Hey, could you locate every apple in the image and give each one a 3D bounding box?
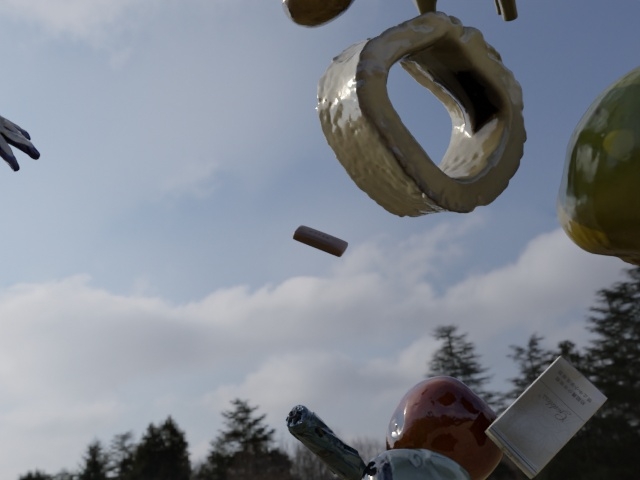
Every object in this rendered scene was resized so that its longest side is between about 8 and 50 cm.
[{"bbox_3d":[0.238,0.384,1.361,0.230,0.230,0.230,-5,-23,-2],"label":"apple"}]

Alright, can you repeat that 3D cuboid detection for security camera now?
[{"bbox_3d":[0.148,0.409,0.993,0.191,0.277,0.197,4,-67,-5],"label":"security camera"}]

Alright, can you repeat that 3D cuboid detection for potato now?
[{"bbox_3d":[0.011,-0.393,1.014,0.137,0.176,0.137,11,18,-4],"label":"potato"}]

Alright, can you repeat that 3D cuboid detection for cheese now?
[{"bbox_3d":[0.166,-0.205,1.132,0.332,0.292,0.153,43,-22,-24],"label":"cheese"}]

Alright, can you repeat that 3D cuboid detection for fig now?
[{"bbox_3d":[0.547,-0.125,1.116,0.343,0.343,0.343,-5,-23,-2],"label":"fig"}]

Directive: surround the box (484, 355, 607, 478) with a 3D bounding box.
[{"bbox_3d":[0.394,0.306,1.227,0.198,0.109,0.029,-40,-20,-15],"label":"box"}]

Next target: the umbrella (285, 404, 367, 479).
[{"bbox_3d":[0.031,0.351,1.150,0.053,0.052,0.250,-5,-45,48],"label":"umbrella"}]

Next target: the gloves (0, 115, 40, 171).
[{"bbox_3d":[-0.294,-0.097,0.632,0.026,0.064,0.086,-41,-59,17],"label":"gloves"}]

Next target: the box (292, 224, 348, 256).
[{"bbox_3d":[0.000,0.000,1.488,0.115,0.025,0.048,21,25,12],"label":"box"}]

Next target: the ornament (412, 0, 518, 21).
[{"bbox_3d":[0.193,-0.438,1.136,0.230,0.061,0.245,-21,-51,4],"label":"ornament"}]
